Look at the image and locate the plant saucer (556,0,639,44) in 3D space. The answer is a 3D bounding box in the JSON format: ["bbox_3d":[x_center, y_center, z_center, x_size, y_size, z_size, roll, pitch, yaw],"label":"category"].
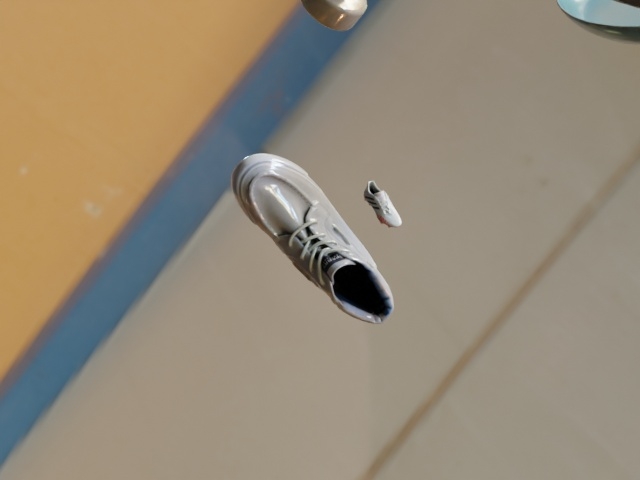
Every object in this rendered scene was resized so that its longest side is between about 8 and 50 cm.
[{"bbox_3d":[0.436,-0.300,1.978,0.318,0.043,0.317,-13,-154,6],"label":"plant saucer"}]

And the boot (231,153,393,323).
[{"bbox_3d":[0.000,0.000,2.079,0.095,0.258,0.123,-46,-148,3],"label":"boot"}]

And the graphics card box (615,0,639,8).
[{"bbox_3d":[0.325,-0.294,1.393,0.094,0.371,0.232,-20,-110,45],"label":"graphics card box"}]

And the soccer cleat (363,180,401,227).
[{"bbox_3d":[0.089,-0.052,2.425,0.029,0.035,0.083,-19,-129,-24],"label":"soccer cleat"}]

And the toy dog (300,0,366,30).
[{"bbox_3d":[-0.049,-0.399,2.005,0.220,0.334,0.161,-33,-143,22],"label":"toy dog"}]
